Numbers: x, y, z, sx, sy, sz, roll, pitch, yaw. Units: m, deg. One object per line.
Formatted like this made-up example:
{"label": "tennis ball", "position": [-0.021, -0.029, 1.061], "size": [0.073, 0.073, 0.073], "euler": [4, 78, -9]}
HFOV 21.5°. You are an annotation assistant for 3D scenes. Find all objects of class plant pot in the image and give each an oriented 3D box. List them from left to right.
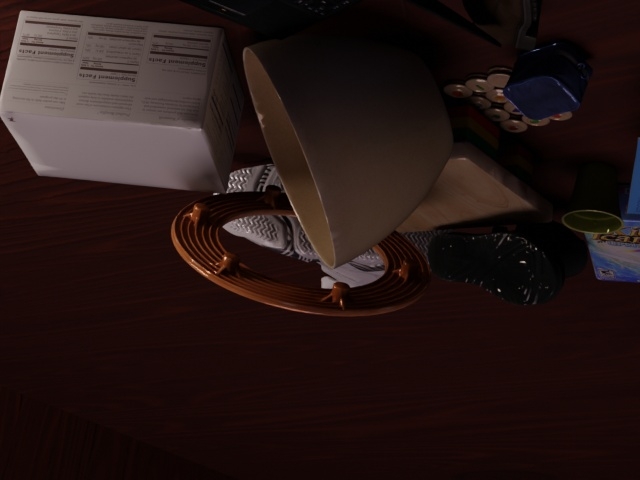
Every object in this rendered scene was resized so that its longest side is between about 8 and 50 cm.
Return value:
{"label": "plant pot", "position": [0.047, -0.132, 2.020], "size": [0.191, 0.284, 0.284], "euler": [-22, 161, -8]}
{"label": "plant pot", "position": [0.370, -0.060, 2.272], "size": [0.083, 0.079, 0.083], "euler": [8, 161, 3]}

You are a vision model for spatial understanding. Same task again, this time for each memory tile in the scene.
{"label": "memory tile", "position": [0.237, -0.175, 2.121], "size": [0.148, 0.012, 0.113], "euler": [26, 153, -38]}

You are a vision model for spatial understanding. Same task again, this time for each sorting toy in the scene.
{"label": "sorting toy", "position": [0.144, -0.097, 2.244], "size": [0.255, 0.089, 0.257], "euler": [-4, 161, 33]}

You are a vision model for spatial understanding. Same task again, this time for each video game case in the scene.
{"label": "video game case", "position": [0.515, -0.002, 2.394], "size": [0.269, 0.061, 0.244], "euler": [3, 158, 17]}

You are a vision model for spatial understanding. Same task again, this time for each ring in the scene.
{"label": "ring", "position": [-0.022, 0.004, 2.143], "size": [0.336, 0.032, 0.336], "euler": [11, -157, -5]}

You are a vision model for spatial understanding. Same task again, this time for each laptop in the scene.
{"label": "laptop", "position": [0.014, -0.237, 1.786], "size": [0.264, 0.136, 0.234], "euler": [-23, 162, 27]}

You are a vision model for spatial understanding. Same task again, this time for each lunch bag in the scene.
{"label": "lunch bag", "position": [0.272, -0.192, 1.987], "size": [0.098, 0.065, 0.067], "euler": [-11, 136, 46]}

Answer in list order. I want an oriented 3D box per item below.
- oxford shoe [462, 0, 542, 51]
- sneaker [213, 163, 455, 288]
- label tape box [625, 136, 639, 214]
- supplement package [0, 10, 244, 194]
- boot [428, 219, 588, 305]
{"label": "oxford shoe", "position": [0.191, -0.268, 1.795], "size": [0.096, 0.083, 0.227], "euler": [10, 159, 6]}
{"label": "sneaker", "position": [0.000, 0.000, 2.508], "size": [0.366, 0.137, 0.210], "euler": [11, 157, -14]}
{"label": "label tape box", "position": [0.549, -0.104, 2.041], "size": [0.333, 0.106, 0.240], "euler": [7, 159, 9]}
{"label": "supplement package", "position": [-0.247, -0.172, 2.148], "size": [0.262, 0.145, 0.204], "euler": [7, 159, 9]}
{"label": "boot", "position": [0.299, 0.023, 2.323], "size": [0.207, 0.094, 0.246], "euler": [-7, -169, -37]}
